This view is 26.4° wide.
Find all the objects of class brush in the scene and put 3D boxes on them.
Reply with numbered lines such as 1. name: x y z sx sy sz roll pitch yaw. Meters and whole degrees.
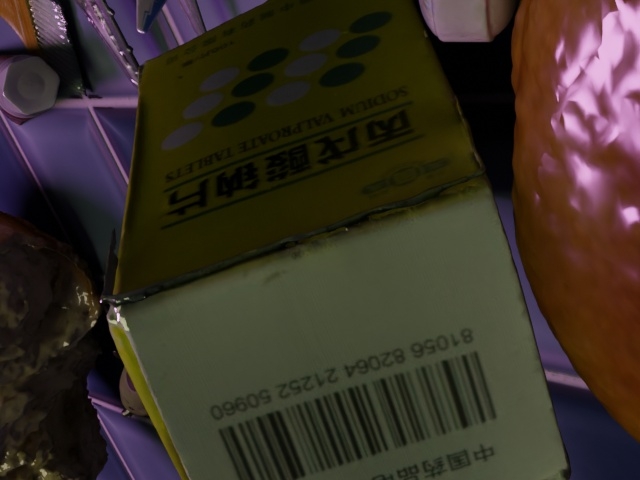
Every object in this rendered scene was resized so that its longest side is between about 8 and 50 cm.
1. brush: -0.241 -0.180 0.986 0.218 0.010 0.083 35 148 33

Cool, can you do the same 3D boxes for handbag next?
1. handbag: -0.140 0.116 1.124 0.072 0.047 0.111 46 149 16

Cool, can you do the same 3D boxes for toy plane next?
1. toy plane: -0.147 -0.181 0.790 0.226 0.058 0.226 37 152 34

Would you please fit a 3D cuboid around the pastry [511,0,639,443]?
1. pastry: 0.197 -0.006 0.353 0.356 0.163 0.356 41 150 30

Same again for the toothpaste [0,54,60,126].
1. toothpaste: -0.226 -0.112 0.996 0.067 0.043 0.194 60 165 -14

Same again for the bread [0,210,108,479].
1. bread: -0.291 0.088 1.191 0.192 0.171 0.314 29 143 42

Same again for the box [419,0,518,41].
1. box: 0.046 -0.208 0.389 0.044 0.142 0.285 4 132 14

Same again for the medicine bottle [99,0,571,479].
1. medicine bottle: 0.000 0.000 0.565 0.250 0.137 0.141 -100 -8 -61
